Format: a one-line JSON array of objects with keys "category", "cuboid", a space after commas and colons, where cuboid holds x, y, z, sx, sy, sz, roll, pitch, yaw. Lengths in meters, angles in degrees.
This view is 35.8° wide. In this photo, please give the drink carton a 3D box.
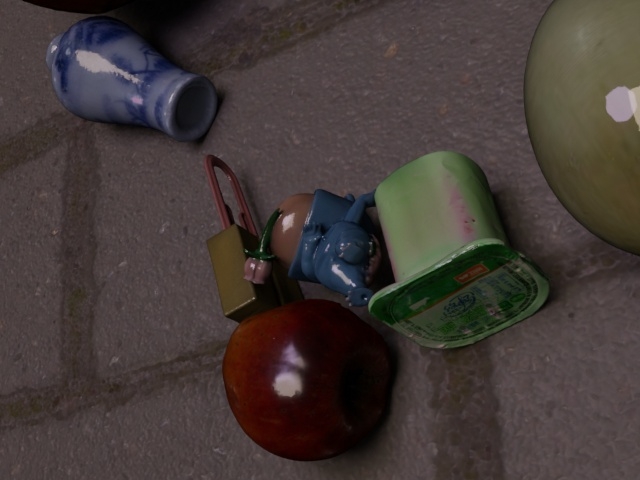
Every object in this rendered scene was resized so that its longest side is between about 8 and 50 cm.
[{"category": "drink carton", "cuboid": [0.123, 0.004, 0.948, 0.146, 0.144, 0.142, -31, 48, 23]}]

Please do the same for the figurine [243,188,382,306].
[{"category": "figurine", "cuboid": [-0.004, 0.004, 1.010, 0.178, 0.144, 0.114, -130, 45, -68]}]

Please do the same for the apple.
[{"category": "apple", "cuboid": [-0.024, 0.138, 1.000, 0.158, 0.147, 0.156, 5, 98, 38]}]

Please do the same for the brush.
[{"category": "brush", "cuboid": [-0.087, -0.008, 1.124, 0.047, 0.103, 0.233, -33, 56, 22]}]

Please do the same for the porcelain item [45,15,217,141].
[{"category": "porcelain item", "cuboid": [-0.256, -0.210, 1.305, 0.259, 0.141, 0.141, 27, 91, 30]}]

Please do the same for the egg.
[{"category": "egg", "cuboid": [0.276, -0.116, 0.821, 0.218, 0.218, 0.295, -41, 42, 18]}]

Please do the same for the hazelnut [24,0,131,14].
[{"category": "hazelnut", "cuboid": [-0.323, -0.492, 1.281, 0.420, 0.353, 0.421, 2, 69, -6]}]
